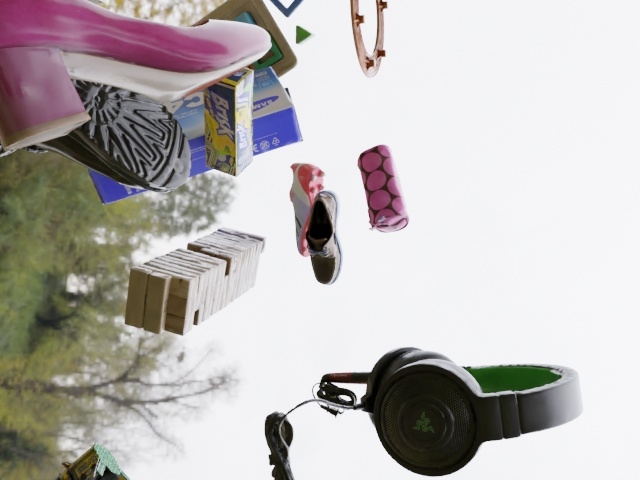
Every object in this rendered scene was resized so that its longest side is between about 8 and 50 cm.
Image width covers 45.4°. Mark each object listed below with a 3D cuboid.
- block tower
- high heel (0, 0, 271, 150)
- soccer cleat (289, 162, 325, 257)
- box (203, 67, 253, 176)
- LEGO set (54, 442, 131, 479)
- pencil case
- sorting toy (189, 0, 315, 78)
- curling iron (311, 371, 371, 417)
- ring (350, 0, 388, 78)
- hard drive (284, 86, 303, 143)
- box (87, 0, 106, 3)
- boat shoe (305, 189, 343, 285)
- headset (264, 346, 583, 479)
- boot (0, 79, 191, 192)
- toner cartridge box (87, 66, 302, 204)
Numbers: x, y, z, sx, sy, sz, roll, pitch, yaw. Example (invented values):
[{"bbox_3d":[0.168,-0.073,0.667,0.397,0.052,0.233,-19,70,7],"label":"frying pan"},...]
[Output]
[{"bbox_3d":[-0.192,0.060,1.247,0.335,0.091,0.097,-37,140,-69],"label":"block tower"},{"bbox_3d":[-0.199,-0.228,0.784,0.127,0.377,0.181,-16,-79,39],"label":"high heel"},{"bbox_3d":[-0.040,-0.080,1.953,0.095,0.083,0.248,23,-59,37],"label":"soccer cleat"},{"bbox_3d":[-0.140,-0.183,1.166,0.054,0.059,0.169,-55,159,-44],"label":"box"},{"bbox_3d":[-0.342,0.466,1.099,0.192,0.255,0.331,-40,-162,-5],"label":"LEGO set"},{"bbox_3d":[0.145,-0.124,1.839,0.098,0.095,0.209,-19,-117,17],"label":"pencil case"},{"bbox_3d":[-0.169,-0.399,1.581,0.348,0.047,0.196,-29,-87,20],"label":"sorting toy"},{"bbox_3d":[0.121,0.226,1.179,0.035,0.274,0.068,-4,85,-77],"label":"curling iron"},{"bbox_3d":[0.134,-0.593,1.990,0.336,0.032,0.336,0,90,-72],"label":"ring"},{"bbox_3d":[-0.104,-0.289,1.827,0.022,0.094,0.135,155,-81,-80],"label":"hard drive"},{"bbox_3d":[-0.431,-0.451,1.220,0.207,0.108,0.153,-112,-171,-75],"label":"box"},{"bbox_3d":[0.000,0.000,1.427,0.066,0.066,0.183,2,-77,22],"label":"boat shoe"},{"bbox_3d":[0.128,0.233,0.955,0.243,0.394,0.185,135,-50,-87],"label":"headset"},{"bbox_3d":[-0.381,-0.156,1.082,0.260,0.348,0.131,-20,-134,44],"label":"boot"},{"bbox_3d":[-0.221,-0.184,1.305,0.165,0.348,0.075,-117,-170,-50],"label":"toner cartridge box"}]
